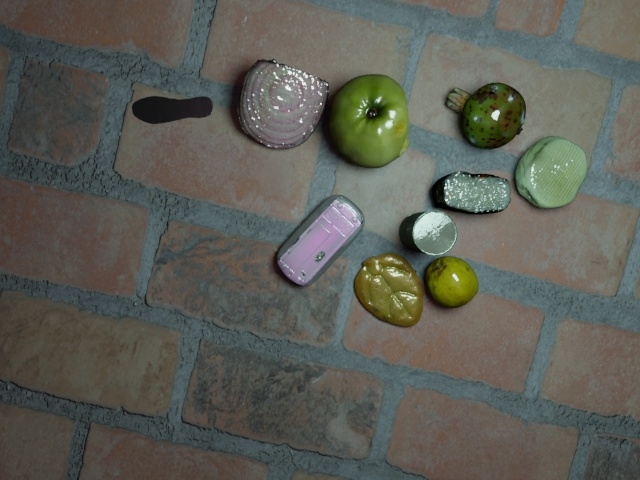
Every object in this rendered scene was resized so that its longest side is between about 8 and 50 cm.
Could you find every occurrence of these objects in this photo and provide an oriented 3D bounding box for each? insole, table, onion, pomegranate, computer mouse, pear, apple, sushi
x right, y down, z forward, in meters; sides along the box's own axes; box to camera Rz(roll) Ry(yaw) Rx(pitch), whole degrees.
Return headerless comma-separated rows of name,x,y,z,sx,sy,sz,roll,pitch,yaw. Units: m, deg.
insole,-0.462,-0.410,1.451,0.253,0.005,0.086,-2,94,0
table,0.312,-0.024,1.374,0.126,0.220,0.127,0,92,1
onion,-0.120,-0.412,1.412,0.249,0.111,0.248,17,116,-12
pomegranate,0.486,-0.380,1.378,0.247,0.202,0.202,35,93,24
computer mouse,0.000,0.000,1.445,0.158,0.072,0.310,42,92,-4
pear,0.401,0.128,1.421,0.149,0.149,0.162,-42,97,2
apple,0.145,-0.348,1.347,0.278,0.279,0.279,0,93,-1
sushi,0.456,-0.142,1.415,0.224,0.127,0.124,2,92,-8

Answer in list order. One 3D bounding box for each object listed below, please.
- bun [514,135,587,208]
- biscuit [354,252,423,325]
bun,0.698,-0.205,1.425,0.221,0.108,0.221,-1,96,-8
biscuit,0.227,0.161,1.472,0.203,0.041,0.260,-36,91,1
